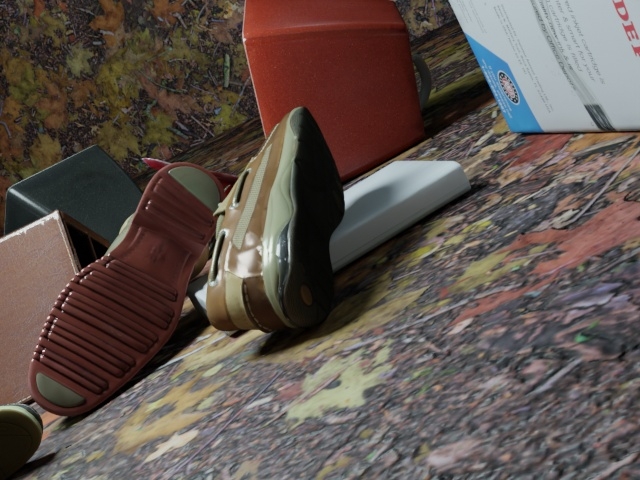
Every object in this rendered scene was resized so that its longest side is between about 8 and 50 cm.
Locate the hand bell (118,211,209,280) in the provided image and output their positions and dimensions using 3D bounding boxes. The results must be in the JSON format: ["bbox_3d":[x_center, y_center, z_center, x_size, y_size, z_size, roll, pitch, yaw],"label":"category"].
[{"bbox_3d":[-0.219,0.065,1.331,0.126,0.126,0.242,-25,25,14],"label":"hand bell"}]

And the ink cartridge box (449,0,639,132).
[{"bbox_3d":[0.291,-0.271,1.085,0.166,0.285,0.395,-30,13,-11],"label":"ink cartridge box"}]

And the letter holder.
[{"bbox_3d":[-0.404,0.133,1.346,0.302,0.214,0.152,-25,-20,5],"label":"letter holder"}]

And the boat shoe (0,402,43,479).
[{"bbox_3d":[-0.365,0.211,1.032,0.224,0.080,0.073,-30,16,15],"label":"boat shoe"}]

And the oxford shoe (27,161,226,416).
[{"bbox_3d":[-0.217,0.069,1.192,0.348,0.123,0.130,-58,4,-37],"label":"oxford shoe"}]

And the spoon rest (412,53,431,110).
[{"bbox_3d":[0.087,-0.204,1.810,0.276,0.084,0.137,-40,9,7],"label":"spoon rest"}]

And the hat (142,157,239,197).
[{"bbox_3d":[-0.074,-0.090,1.385,0.208,0.183,0.173,-37,15,-37],"label":"hat"}]

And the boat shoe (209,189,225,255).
[{"bbox_3d":[-0.186,-0.005,1.553,0.069,0.081,0.227,-12,27,44],"label":"boat shoe"}]

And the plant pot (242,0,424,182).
[{"bbox_3d":[0.025,-0.242,1.611,0.236,0.267,0.267,-11,25,2],"label":"plant pot"}]

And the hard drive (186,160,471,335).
[{"bbox_3d":[0.000,0.000,1.191,0.308,0.040,0.203,-31,12,-13],"label":"hard drive"}]

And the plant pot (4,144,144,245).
[{"bbox_3d":[-0.346,0.001,1.564,0.187,0.167,0.188,-37,-28,-47],"label":"plant pot"}]

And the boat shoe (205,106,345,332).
[{"bbox_3d":[-0.053,-0.027,1.061,0.120,0.122,0.324,-17,30,17],"label":"boat shoe"}]

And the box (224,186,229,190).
[{"bbox_3d":[-0.223,-0.049,1.906,0.207,0.036,0.114,-34,13,-25],"label":"box"}]
